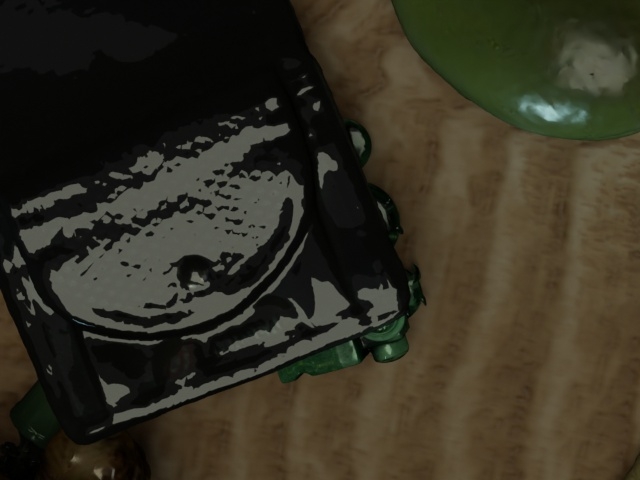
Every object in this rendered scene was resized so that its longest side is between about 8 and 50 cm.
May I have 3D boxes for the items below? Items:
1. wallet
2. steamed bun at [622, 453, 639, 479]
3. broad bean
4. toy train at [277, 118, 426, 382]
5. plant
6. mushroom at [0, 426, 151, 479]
[{"bbox_3d":[-0.111,-0.056,1.243,0.247,0.041,0.323,-23,78,2],"label":"wallet"},{"bbox_3d":[0.254,0.247,1.278,0.231,0.110,0.212,45,102,1],"label":"steamed bun"},{"bbox_3d":[0.132,-0.180,1.235,0.189,0.121,0.263,-20,81,15],"label":"broad bean"},{"bbox_3d":[0.000,0.000,1.292,0.105,0.071,0.178,-17,97,18],"label":"toy train"},{"bbox_3d":[-0.193,0.135,1.346,0.051,0.051,0.102,33,106,1],"label":"plant"},{"bbox_3d":[-0.232,0.285,1.273,0.239,0.345,0.345,0,102,-36],"label":"mushroom"}]
